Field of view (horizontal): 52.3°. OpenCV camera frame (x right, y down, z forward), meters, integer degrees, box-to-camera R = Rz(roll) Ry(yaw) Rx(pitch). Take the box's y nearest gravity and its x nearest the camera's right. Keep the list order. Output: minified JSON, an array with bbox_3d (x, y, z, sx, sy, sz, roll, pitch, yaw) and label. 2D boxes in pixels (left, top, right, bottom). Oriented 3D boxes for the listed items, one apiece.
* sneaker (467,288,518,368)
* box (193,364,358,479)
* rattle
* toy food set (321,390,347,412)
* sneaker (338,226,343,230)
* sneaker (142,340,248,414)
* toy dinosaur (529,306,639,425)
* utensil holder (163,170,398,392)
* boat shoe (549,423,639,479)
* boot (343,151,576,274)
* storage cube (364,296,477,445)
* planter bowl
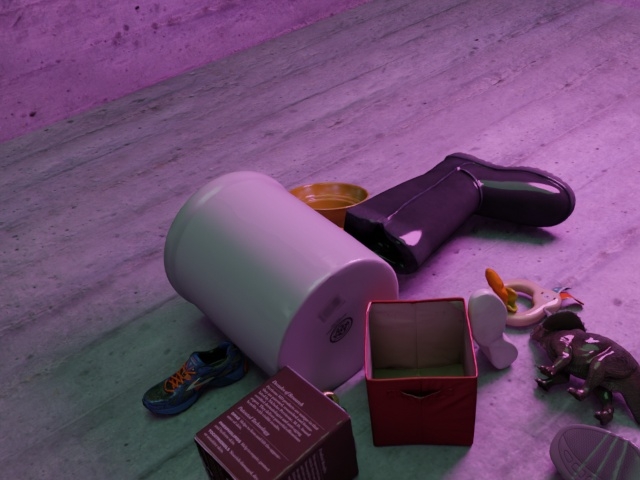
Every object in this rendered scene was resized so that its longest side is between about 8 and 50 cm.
[{"bbox_3d":[0.308,0.157,1.244,0.080,0.212,0.094,-32,39,-5],"label":"sneaker"},{"bbox_3d":[-0.068,0.358,1.083,0.203,0.168,0.167,-34,44,-30],"label":"box"},{"bbox_3d":[0.446,0.092,1.358,0.199,0.143,0.130,-7,23,11],"label":"rattle"},{"bbox_3d":[0.012,0.319,1.215,0.083,0.020,0.082,-4,41,-43],"label":"toy food set"},{"bbox_3d":[0.000,0.000,1.599,0.215,0.083,0.084,-2,40,10],"label":"sneaker"},{"bbox_3d":[-0.255,0.266,1.302,0.221,0.087,0.083,-28,41,-23],"label":"sneaker"},{"bbox_3d":[0.496,0.226,1.185,0.160,0.121,0.313,-46,46,-16],"label":"toy dinosaur"},{"bbox_3d":[-0.080,0.082,1.324,0.327,0.328,0.385,-31,46,-27],"label":"utensil holder"},{"bbox_3d":[0.505,0.398,0.999,0.320,0.103,0.118,23,66,41],"label":"boat shoe"},{"bbox_3d":[0.319,-0.054,1.489,0.367,0.146,0.445,20,33,37],"label":"boot"},{"bbox_3d":[0.176,0.239,1.172,0.183,0.193,0.215,-3,39,7],"label":"storage cube"},{"bbox_3d":[0.017,-0.075,1.667,0.217,0.090,0.217,-1,22,1],"label":"planter bowl"}]
